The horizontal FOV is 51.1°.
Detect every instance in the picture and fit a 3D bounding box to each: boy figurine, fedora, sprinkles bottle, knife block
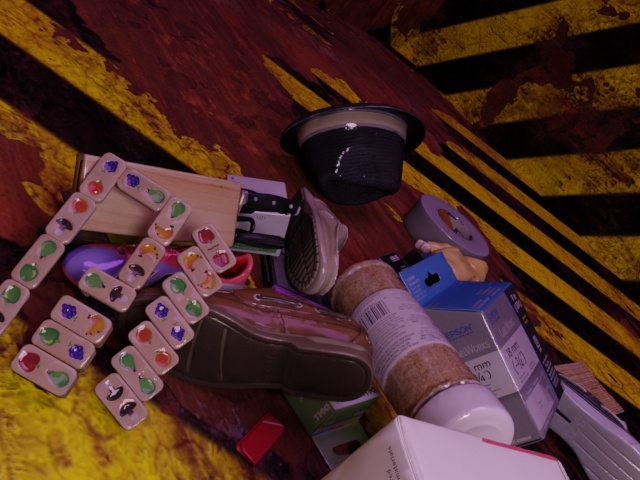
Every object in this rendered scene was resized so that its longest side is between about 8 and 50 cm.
[{"bbox_3d":[0.274,0.067,1.453,0.285,0.092,0.177,1,45,-54],"label":"boy figurine"},{"bbox_3d":[0.078,-0.168,1.442,0.334,0.334,0.153,9,69,-47],"label":"fedora"},{"bbox_3d":[0.124,0.162,0.930,0.121,0.121,0.355,24,18,-30],"label":"sprinkles bottle"},{"bbox_3d":[-0.158,-0.041,0.873,0.241,0.088,0.275,7,0,6],"label":"knife block"}]

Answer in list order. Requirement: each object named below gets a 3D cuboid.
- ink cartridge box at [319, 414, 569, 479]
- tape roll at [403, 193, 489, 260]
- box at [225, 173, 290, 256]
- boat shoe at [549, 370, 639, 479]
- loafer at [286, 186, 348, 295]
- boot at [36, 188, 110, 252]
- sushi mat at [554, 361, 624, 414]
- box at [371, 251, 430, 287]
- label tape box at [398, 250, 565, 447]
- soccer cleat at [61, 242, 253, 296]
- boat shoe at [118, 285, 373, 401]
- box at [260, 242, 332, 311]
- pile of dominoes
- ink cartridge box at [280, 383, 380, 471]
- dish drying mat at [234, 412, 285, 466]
[{"bbox_3d":[0.063,0.289,0.573,0.207,0.283,0.117,22,34,-32],"label":"ink cartridge box"},{"bbox_3d":[0.313,-0.016,1.665,0.219,0.072,0.219,32,25,-17],"label":"tape roll"},{"bbox_3d":[-0.109,-0.041,1.077,0.101,0.087,0.102,7,34,-16],"label":"box"},{"bbox_3d":[0.531,0.363,1.268,0.119,0.121,0.335,-12,53,-48],"label":"boat shoe"},{"bbox_3d":[0.000,0.000,1.107,0.092,0.102,0.269,23,28,-20],"label":"loafer"},{"bbox_3d":[-0.324,-0.034,0.862,0.106,0.037,0.114,30,27,-51],"label":"boot"},{"bbox_3d":[0.570,0.339,1.490,0.316,0.019,0.151,7,41,-48],"label":"sushi mat"},{"bbox_3d":[0.128,0.108,1.199,0.147,0.077,0.180,47,26,16],"label":"box"},{"bbox_3d":[0.293,0.166,1.178,0.240,0.105,0.334,-17,81,-61],"label":"label tape box"},{"bbox_3d":[-0.199,0.033,0.851,0.248,0.095,0.083,15,38,-43],"label":"soccer cleat"},{"bbox_3d":[-0.086,0.115,0.821,0.307,0.111,0.104,18,30,-10],"label":"boat shoe"},{"bbox_3d":[-0.041,0.066,1.096,0.116,0.029,0.162,27,29,-27],"label":"box"},{"bbox_3d":[-0.212,0.046,0.702,0.196,0.040,0.251,32,66,-7],"label":"pile of dominoes"},{"bbox_3d":[0.008,0.197,0.906,0.109,0.062,0.209,3,44,-53],"label":"ink cartridge box"},{"bbox_3d":[-0.071,0.235,0.799,0.032,0.008,0.083,44,25,7],"label":"dish drying mat"}]
